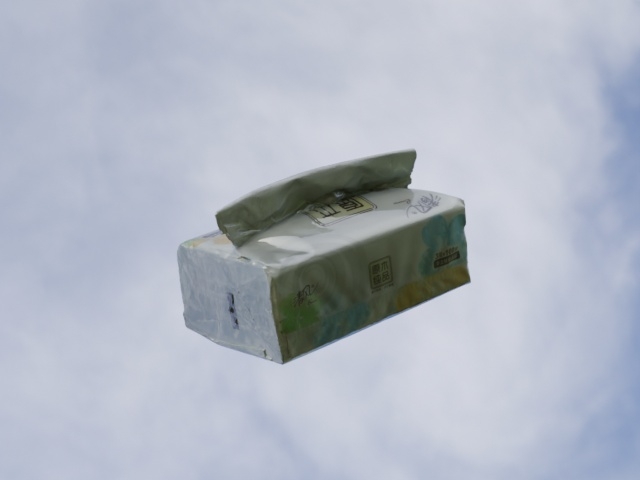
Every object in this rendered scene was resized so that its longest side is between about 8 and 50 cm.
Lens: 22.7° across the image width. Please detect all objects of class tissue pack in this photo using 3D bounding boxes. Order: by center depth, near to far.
[{"bbox_3d":[0.000,0.000,1.460,0.229,0.159,0.145,-19,-69,-34],"label":"tissue pack"}]
